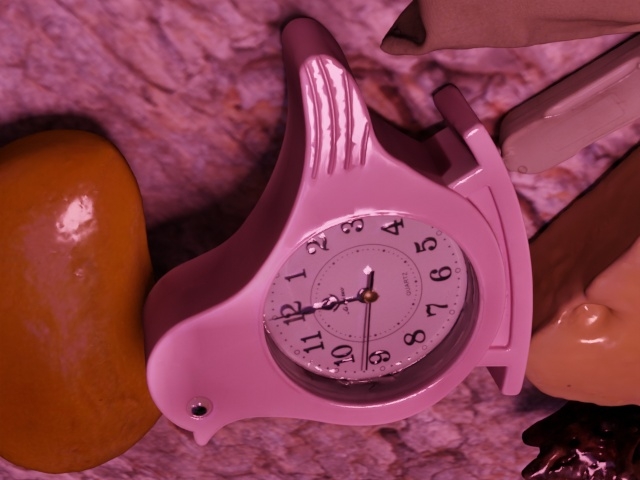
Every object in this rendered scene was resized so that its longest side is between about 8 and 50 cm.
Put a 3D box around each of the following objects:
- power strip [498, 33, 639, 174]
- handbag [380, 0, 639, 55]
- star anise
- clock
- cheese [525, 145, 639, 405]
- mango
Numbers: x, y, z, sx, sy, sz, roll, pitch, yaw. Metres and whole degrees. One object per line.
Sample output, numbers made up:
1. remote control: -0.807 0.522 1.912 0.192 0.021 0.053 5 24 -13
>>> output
1. power strip: 0.197 -0.099 0.673 0.191 0.030 0.047 -30 126 30
2. handbag: 0.143 -0.232 0.484 0.253 0.109 0.315 -2 132 8
3. star anise: 0.298 0.156 0.867 0.272 0.102 0.272 -4 178 0
4. clock: 0.000 0.000 0.692 0.276 0.080 0.290 -12 118 -4
5. cheese: 0.341 -0.013 0.703 0.384 0.104 0.384 2 137 2
6. mango: -0.218 0.060 0.795 0.195 0.142 0.331 -2 129 2
